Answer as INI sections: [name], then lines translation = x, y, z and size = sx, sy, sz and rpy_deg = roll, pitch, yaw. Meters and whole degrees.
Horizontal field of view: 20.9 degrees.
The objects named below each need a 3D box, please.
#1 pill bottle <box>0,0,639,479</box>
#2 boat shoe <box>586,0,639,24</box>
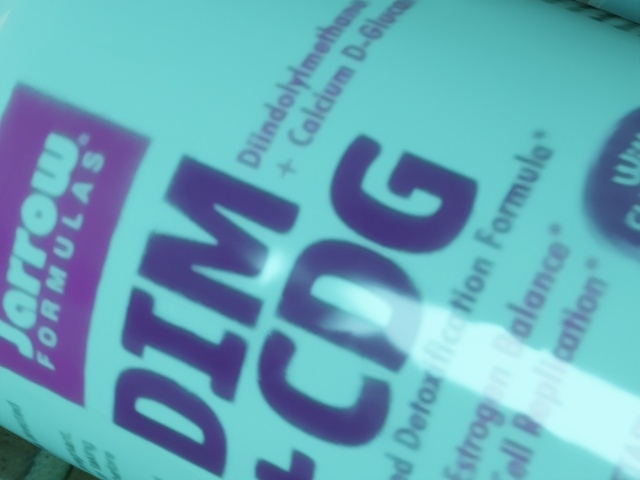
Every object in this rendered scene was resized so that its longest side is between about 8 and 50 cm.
[pill bottle]
translation = 0.000, 0.000, 0.445
size = 0.160, 0.283, 0.160
rpy_deg = -51, -25, -35
[boat shoe]
translation = 0.151, -0.100, 0.495
size = 0.105, 0.113, 0.306
rpy_deg = -37, -30, -64
